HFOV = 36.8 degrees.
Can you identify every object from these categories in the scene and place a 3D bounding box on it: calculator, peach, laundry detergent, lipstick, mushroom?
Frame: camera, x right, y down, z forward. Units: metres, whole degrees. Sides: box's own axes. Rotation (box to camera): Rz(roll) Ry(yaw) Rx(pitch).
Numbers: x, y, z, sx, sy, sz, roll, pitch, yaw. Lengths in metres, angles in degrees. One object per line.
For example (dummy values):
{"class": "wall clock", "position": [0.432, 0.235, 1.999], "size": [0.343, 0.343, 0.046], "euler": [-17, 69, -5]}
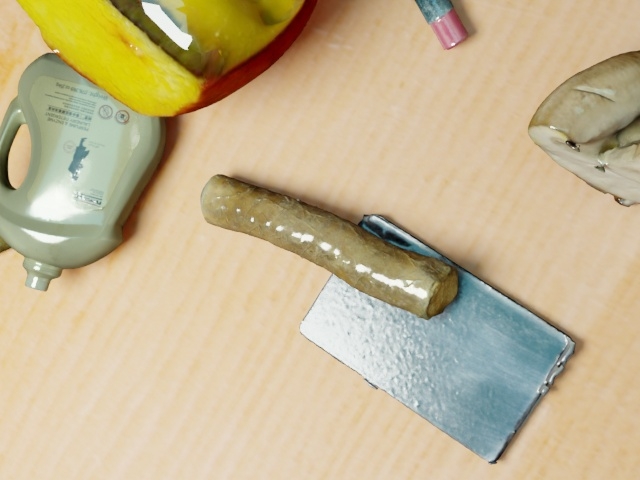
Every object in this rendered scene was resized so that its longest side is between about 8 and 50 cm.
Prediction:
{"class": "calculator", "position": [0.116, 0.100, 1.013], "size": [0.262, 0.021, 0.161], "euler": [35, 95, 14]}
{"class": "peach", "position": [-0.149, -0.303, 0.992], "size": [0.306, 0.242, 0.380], "euler": [15, 66, -10]}
{"class": "laundry detergent", "position": [-0.281, -0.068, 1.070], "size": [0.181, 0.091, 0.253], "euler": [18, 87, -3]}
{"class": "lipstick", "position": [0.094, -0.309, 1.032], "size": [0.053, 0.053, 0.234], "euler": [-30, 82, 10]}
{"class": "mushroom", "position": [0.349, -0.110, 0.914], "size": [0.286, 0.156, 0.151], "euler": [21, 79, 2]}

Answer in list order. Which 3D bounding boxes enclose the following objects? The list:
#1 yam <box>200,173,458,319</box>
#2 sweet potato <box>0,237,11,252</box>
{"class": "yam", "position": [0.000, 0.000, 1.010], "size": [0.300, 0.066, 0.066], "euler": [24, 92, 23]}
{"class": "sweet potato", "position": [-0.343, -0.029, 1.125], "size": [0.041, 0.038, 0.153], "euler": [43, 95, -10]}
